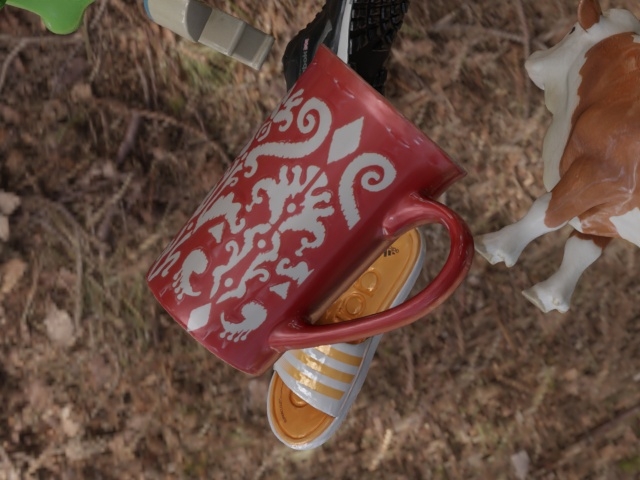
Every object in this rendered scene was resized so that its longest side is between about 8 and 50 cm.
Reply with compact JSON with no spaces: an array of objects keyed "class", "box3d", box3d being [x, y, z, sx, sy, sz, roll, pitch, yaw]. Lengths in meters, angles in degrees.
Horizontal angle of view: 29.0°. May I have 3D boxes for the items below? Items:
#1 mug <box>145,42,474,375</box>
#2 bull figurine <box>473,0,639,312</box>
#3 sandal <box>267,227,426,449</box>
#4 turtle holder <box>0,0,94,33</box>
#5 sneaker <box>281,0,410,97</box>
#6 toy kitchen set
[{"class":"mug","box3d":[-0.007,-0.006,0.700,0.169,0.150,0.113,-48,122,7]},{"class":"bull figurine","box3d":[0.213,-0.016,0.750,0.188,0.310,0.101,-50,150,0]},{"class":"sandal","box3d":[0.011,0.084,1.272,0.265,0.102,0.076,-61,145,-3]},{"class":"turtle holder","box3d":[-0.269,-0.357,1.243,0.243,0.227,0.320,-25,147,18]},{"class":"sneaker","box3d":[0.011,-0.226,1.382,0.107,0.124,0.283,0,106,-55]},{"class":"toy kitchen set","box3d":[-0.103,-0.313,1.324,0.166,0.122,0.207,15,104,-58]}]
